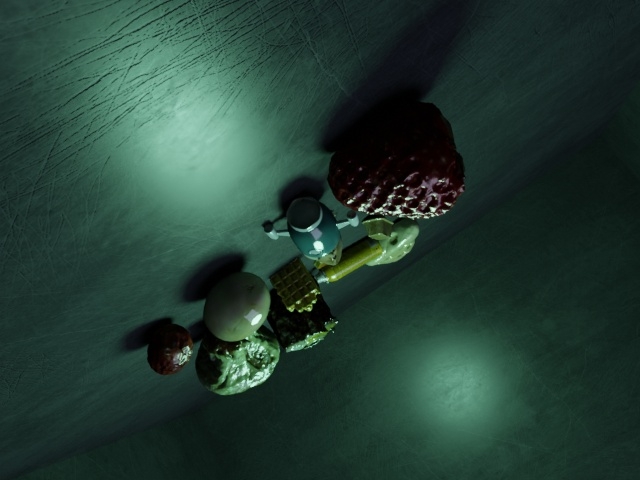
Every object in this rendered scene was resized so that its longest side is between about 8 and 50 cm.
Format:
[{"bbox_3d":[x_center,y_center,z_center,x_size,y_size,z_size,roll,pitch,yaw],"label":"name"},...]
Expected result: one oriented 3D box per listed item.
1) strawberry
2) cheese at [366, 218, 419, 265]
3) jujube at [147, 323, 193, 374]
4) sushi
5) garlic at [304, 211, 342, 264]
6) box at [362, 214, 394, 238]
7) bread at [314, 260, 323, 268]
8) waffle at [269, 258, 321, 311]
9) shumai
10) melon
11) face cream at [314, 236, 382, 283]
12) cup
[{"bbox_3d":[0.193,-0.201,1.280,0.345,0.318,0.295,-13,-169,-10],"label":"strawberry"},{"bbox_3d":[0.419,-0.001,2.468,0.351,0.130,0.328,-42,159,33],"label":"cheese"},{"bbox_3d":[-0.571,0.413,1.788,0.174,0.174,0.250,-21,167,-34],"label":"jujube"},{"bbox_3d":[-0.101,0.357,2.257,0.281,0.294,0.299,-14,156,-45],"label":"sushi"},{"bbox_3d":[0.000,0.000,1.736,0.142,0.178,0.229,-6,152,20],"label":"garlic"},{"bbox_3d":[0.255,-0.062,2.078,0.111,0.111,0.177,-38,158,18],"label":"box"},{"bbox_3d":[0.022,0.084,2.161,0.090,0.035,0.094,-25,162,-25],"label":"bread"},{"bbox_3d":[-0.098,0.204,1.978,0.160,0.211,0.055,-35,163,11],"label":"waffle"},{"bbox_3d":[-0.375,0.467,2.114,0.397,0.324,0.323,-26,146,-24],"label":"shumai"},{"bbox_3d":[-0.299,0.236,1.688,0.223,0.223,0.317,-20,161,-36],"label":"melon"},{"bbox_3d":[0.128,0.103,2.284,0.348,0.105,0.105,-30,163,-11],"label":"face cream"},{"bbox_3d":[-0.031,-0.052,1.482,0.299,0.168,0.173,-9,157,11],"label":"cup"}]
